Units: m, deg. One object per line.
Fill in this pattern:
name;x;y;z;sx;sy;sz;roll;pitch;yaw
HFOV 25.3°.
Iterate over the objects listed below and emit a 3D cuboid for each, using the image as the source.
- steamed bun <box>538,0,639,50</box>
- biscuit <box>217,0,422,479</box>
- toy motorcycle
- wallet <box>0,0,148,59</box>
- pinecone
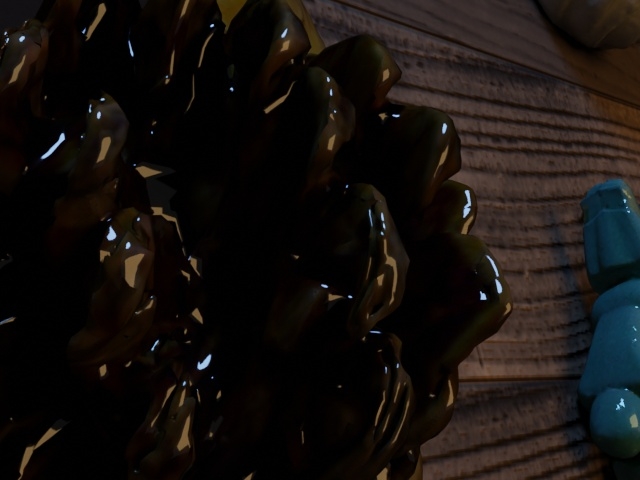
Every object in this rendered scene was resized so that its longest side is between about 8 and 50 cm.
steamed bun;0.245;-0.249;1.204;0.183;0.106;0.183;29;50;-42
biscuit;0.001;0.001;0.734;0.154;0.045;0.299;-31;105;-73
toy motorcycle;0.250;0.101;1.024;0.198;0.109;0.296;9;66;-42
wallet;-0.172;-0.116;0.562;0.309;0.042;0.165;17;59;-50
pinecone;-0.077;0.023;0.483;0.257;0.243;0.243;15;48;-1
